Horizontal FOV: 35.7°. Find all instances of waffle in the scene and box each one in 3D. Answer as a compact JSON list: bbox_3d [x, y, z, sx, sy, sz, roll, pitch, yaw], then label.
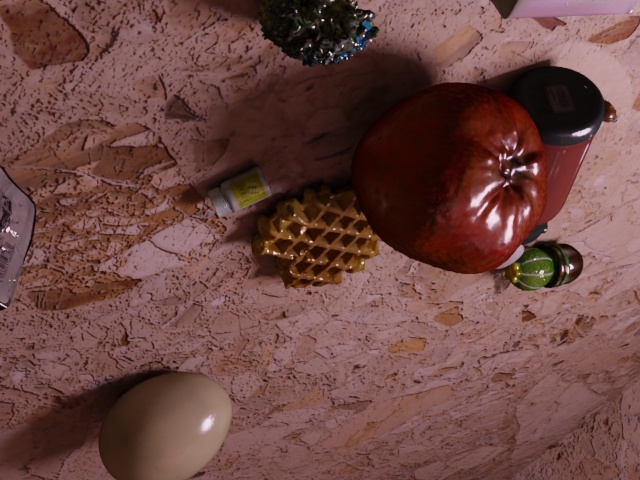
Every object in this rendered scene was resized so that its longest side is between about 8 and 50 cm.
[{"bbox_3d":[0.000,0.001,1.585,0.249,0.056,0.253,-14,147,-22],"label":"waffle"}]

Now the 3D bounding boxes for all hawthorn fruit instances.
[{"bbox_3d":[0.177,-0.091,1.395,0.275,0.300,0.275,-4,101,-22],"label":"hawthorn fruit"}]

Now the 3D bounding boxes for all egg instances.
[{"bbox_3d":[-0.266,0.326,1.721,0.242,0.186,0.186,-33,150,-10],"label":"egg"}]

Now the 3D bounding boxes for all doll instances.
[{"bbox_3d":[0.455,-0.209,1.657,0.085,0.040,0.058,7,144,-45],"label":"doll"}]

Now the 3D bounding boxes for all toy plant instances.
[{"bbox_3d":[0.436,0.052,1.971,0.162,0.092,0.092,-6,142,-27],"label":"toy plant"}]

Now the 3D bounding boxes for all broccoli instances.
[{"bbox_3d":[-0.002,-0.277,1.126,0.167,0.155,0.160,4,96,-42],"label":"broccoli"}]

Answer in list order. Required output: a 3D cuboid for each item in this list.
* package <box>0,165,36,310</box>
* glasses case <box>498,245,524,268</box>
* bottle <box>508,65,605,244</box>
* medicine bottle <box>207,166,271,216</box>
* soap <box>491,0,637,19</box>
[{"bbox_3d":[-0.397,-0.036,1.142,0.030,0.154,0.239,5,151,15],"label":"package"},{"bbox_3d":[0.326,0.002,1.849,0.074,0.049,0.193,-35,150,11],"label":"glasses case"},{"bbox_3d":[0.346,-0.116,1.601,0.144,0.144,0.336,-19,148,-15],"label":"bottle"},{"bbox_3d":[-0.114,-0.068,1.400,0.083,0.047,0.047,-26,149,-6],"label":"medicine bottle"},{"bbox_3d":[0.268,-0.362,1.145,0.199,0.182,0.138,-10,142,-28],"label":"soap"}]
